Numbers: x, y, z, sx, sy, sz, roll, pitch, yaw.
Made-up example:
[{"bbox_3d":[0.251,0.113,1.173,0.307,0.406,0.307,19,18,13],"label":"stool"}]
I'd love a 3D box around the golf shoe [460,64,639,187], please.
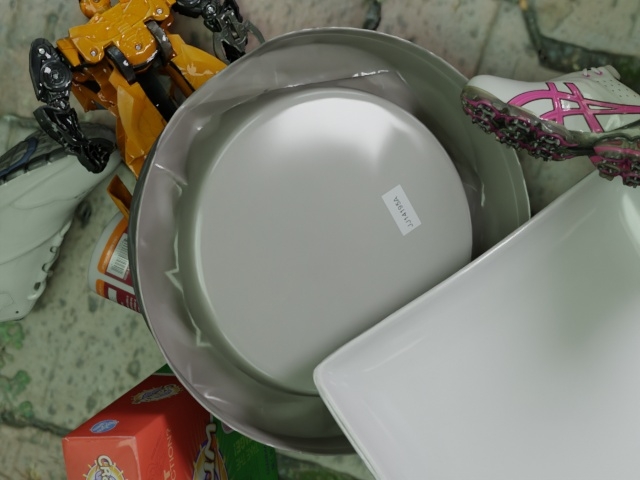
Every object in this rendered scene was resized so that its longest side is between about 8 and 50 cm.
[{"bbox_3d":[0.207,-0.106,1.447,0.186,0.067,0.086,17,73,0],"label":"golf shoe"}]

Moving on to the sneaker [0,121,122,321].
[{"bbox_3d":[-0.286,-0.003,1.648,0.297,0.111,0.129,-35,106,23],"label":"sneaker"}]

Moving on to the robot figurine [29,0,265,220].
[{"bbox_3d":[-0.122,-0.099,1.546,0.211,0.085,0.291,-35,85,-20],"label":"robot figurine"}]

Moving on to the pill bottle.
[{"bbox_3d":[-0.127,0.037,1.605,0.152,0.086,0.086,24,107,10],"label":"pill bottle"}]

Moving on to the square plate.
[{"bbox_3d":[0.208,0.157,1.461,0.347,0.049,0.344,-34,97,-19],"label":"square plate"}]

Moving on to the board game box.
[{"bbox_3d":[-0.114,0.236,1.520,0.064,0.316,0.242,-4,101,17],"label":"board game box"}]

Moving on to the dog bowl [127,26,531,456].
[{"bbox_3d":[0.000,0.000,1.466,0.349,0.102,0.348,-1,92,-23],"label":"dog bowl"}]
